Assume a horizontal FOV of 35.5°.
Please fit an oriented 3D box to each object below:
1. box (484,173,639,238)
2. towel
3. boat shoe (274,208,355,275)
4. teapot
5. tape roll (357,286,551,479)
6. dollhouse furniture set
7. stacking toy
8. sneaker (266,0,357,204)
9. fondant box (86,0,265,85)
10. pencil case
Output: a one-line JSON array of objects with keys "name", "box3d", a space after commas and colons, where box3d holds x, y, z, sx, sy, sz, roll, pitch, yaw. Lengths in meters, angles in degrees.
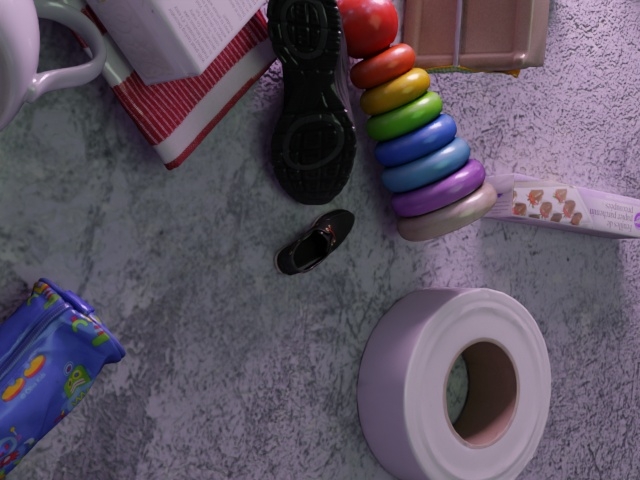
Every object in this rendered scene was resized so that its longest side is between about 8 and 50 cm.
[{"name": "box", "box3d": [0.382, -0.049, 1.545, 0.324, 0.067, 0.063, 7, 85, -36]}, {"name": "towel", "box3d": [-0.183, -0.275, 1.099, 0.237, 0.037, 0.329, -53, 125, -35]}, {"name": "boat shoe", "box3d": [0.001, 0.002, 1.273, 0.133, 0.042, 0.049, -36, 109, -33]}, {"name": "teapot", "box3d": [-0.364, -0.212, 0.908, 0.187, 0.252, 0.256, -92, 162, -45]}, {"name": "tape roll", "box3d": [0.189, 0.206, 1.377, 0.286, 0.100, 0.286, 0, 89, -38]}, {"name": "dollhouse furniture set", "box3d": [0.239, -0.364, 1.379, 0.151, 0.197, 0.302, 4, 91, -56]}, {"name": "stacking toy", "box3d": [0.110, -0.172, 1.310, 0.141, 0.141, 0.330, -31, 102, -33]}, {"name": "sneaker", "box3d": [-0.001, -0.185, 1.230, 0.130, 0.109, 0.286, -67, 160, -67]}, {"name": "fondant box", "box3d": [-0.132, -0.361, 1.062, 0.238, 0.096, 0.330, 56, 50, -30]}, {"name": "pencil case", "box3d": [-0.325, 0.175, 0.972, 0.119, 0.133, 0.306, 37, 63, 5]}]
